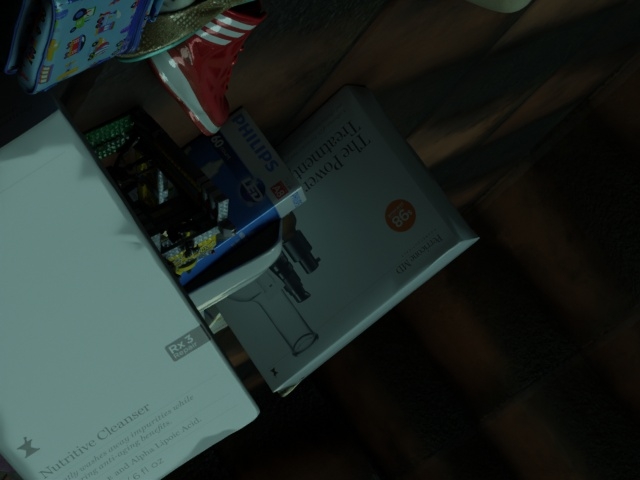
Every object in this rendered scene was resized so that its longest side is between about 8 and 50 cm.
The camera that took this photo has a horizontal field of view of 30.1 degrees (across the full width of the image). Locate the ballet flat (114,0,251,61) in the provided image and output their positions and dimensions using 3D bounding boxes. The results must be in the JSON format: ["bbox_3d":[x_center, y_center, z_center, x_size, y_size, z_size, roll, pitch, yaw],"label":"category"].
[{"bbox_3d":[-0.108,-0.231,1.064,0.206,0.073,0.067,-34,142,-24],"label":"ballet flat"}]

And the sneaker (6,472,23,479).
[{"bbox_3d":[-0.430,0.354,2.000,0.169,0.257,0.447,-30,167,-30],"label":"sneaker"}]

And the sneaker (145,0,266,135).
[{"bbox_3d":[-0.097,-0.184,1.203,0.128,0.087,0.221,-35,170,2],"label":"sneaker"}]

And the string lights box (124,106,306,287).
[{"bbox_3d":[-0.161,-0.035,1.504,0.259,0.133,0.077,-36,168,-2],"label":"string lights box"}]

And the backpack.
[{"bbox_3d":[-0.160,-0.203,0.848,0.173,0.117,0.158,-31,170,-36],"label":"backpack"}]

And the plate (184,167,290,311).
[{"bbox_3d":[-0.153,0.028,1.632,0.277,0.045,0.278,-31,-160,14],"label":"plate"}]

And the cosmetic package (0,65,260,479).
[{"bbox_3d":[-0.238,0.052,1.043,0.217,0.156,0.385,-34,130,-5],"label":"cosmetic package"}]

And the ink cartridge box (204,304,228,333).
[{"bbox_3d":[-0.169,0.096,2.200,0.127,0.072,0.175,-30,167,-36],"label":"ink cartridge box"}]

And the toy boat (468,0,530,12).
[{"bbox_3d":[0.194,-0.357,1.304,0.231,0.151,0.151,99,17,-75],"label":"toy boat"}]

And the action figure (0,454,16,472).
[{"bbox_3d":[-0.419,0.168,1.629,0.275,0.248,0.370,6,153,5],"label":"action figure"}]

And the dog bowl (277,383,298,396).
[{"bbox_3d":[-0.001,0.088,2.228,0.408,0.150,0.408,-51,180,0],"label":"dog bowl"}]

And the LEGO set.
[{"bbox_3d":[-0.234,0.030,1.261,0.331,0.192,0.255,-23,145,-34],"label":"LEGO set"}]

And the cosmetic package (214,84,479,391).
[{"bbox_3d":[0.000,0.000,1.755,0.377,0.284,0.097,-41,168,22],"label":"cosmetic package"}]

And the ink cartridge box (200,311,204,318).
[{"bbox_3d":[-0.269,0.090,1.751,0.104,0.181,0.062,-27,124,-39],"label":"ink cartridge box"}]
